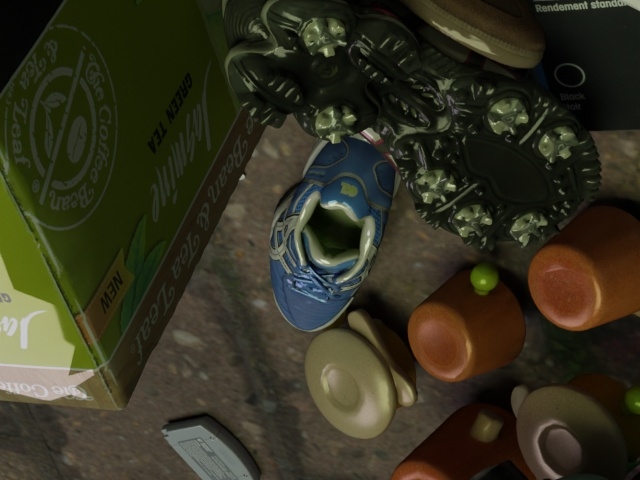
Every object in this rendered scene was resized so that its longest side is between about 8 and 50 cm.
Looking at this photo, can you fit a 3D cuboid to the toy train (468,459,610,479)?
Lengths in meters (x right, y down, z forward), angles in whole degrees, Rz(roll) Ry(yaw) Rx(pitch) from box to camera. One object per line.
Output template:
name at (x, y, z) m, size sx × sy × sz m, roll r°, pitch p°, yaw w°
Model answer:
toy train at (0.175, 0.293, 1.091) m, size 0.334 × 0.190 × 0.142 m, roll 47°, pitch 161°, yaw 16°

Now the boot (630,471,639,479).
boot at (0.271, 0.299, 1.252) m, size 0.229 × 0.263 × 0.091 m, roll 30°, pitch 143°, yaw 1°

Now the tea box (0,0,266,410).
tea box at (-0.187, -0.137, 0.973) m, size 0.220 × 0.329 × 0.323 m, roll 3°, pitch 136°, yaw 23°

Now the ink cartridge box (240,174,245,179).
ink cartridge box at (-0.100, -0.042, 1.263) m, size 0.083 × 0.028 × 0.048 m, roll -17°, pitch 125°, yaw 37°

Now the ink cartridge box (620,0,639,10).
ink cartridge box at (0.175, -0.191, 0.898) m, size 0.190 × 0.082 × 0.140 m, roll 25°, pitch 117°, yaw -3°

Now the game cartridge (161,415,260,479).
game cartridge at (-0.089, 0.179, 1.505) m, size 0.056 × 0.017 × 0.083 m, roll -12°, pitch 128°, yaw 39°

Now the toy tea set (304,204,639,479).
toy tea set at (0.145, 0.093, 1.253) m, size 0.336 × 0.124 × 0.200 m, roll -31°, pitch 86°, yaw 48°

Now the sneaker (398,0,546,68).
sneaker at (0.057, -0.170, 0.970) m, size 0.188 × 0.066 × 0.071 m, roll 40°, pitch 111°, yaw 12°

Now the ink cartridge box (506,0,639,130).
ink cartridge box at (0.095, -0.151, 1.040) m, size 0.206 × 0.045 × 0.208 m, roll 0°, pitch 132°, yaw 26°

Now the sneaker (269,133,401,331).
sneaker at (0.000, 0.000, 1.218) m, size 0.080 × 0.081 × 0.211 m, roll 20°, pitch 141°, yaw 3°

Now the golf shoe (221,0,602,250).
golf shoe at (0.057, -0.090, 1.021) m, size 0.273 × 0.120 × 0.105 m, roll 30°, pitch 117°, yaw -37°
